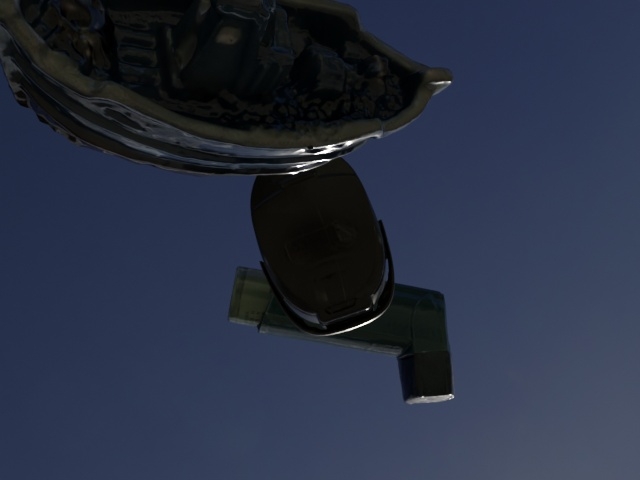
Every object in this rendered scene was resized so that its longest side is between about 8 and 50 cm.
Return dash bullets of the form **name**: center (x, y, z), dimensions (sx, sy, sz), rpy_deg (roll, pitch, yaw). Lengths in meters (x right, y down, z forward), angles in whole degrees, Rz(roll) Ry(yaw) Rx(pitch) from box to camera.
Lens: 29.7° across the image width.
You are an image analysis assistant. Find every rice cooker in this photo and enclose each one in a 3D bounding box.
- **rice cooker**: center (0.000, 0.000, 1.058), dimensions (0.112, 0.106, 0.165), rpy_deg (-18, -94, 0)

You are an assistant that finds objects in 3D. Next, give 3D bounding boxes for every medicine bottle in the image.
- **medicine bottle**: center (0.027, 0.096, 1.304), dimensions (0.258, 0.079, 0.124), rpy_deg (13, -103, -4)

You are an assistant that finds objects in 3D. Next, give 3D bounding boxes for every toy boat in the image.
- **toy boat**: center (-0.051, -0.114, 0.742), dimensions (0.309, 0.142, 0.129), rpy_deg (5, -119, -30)
